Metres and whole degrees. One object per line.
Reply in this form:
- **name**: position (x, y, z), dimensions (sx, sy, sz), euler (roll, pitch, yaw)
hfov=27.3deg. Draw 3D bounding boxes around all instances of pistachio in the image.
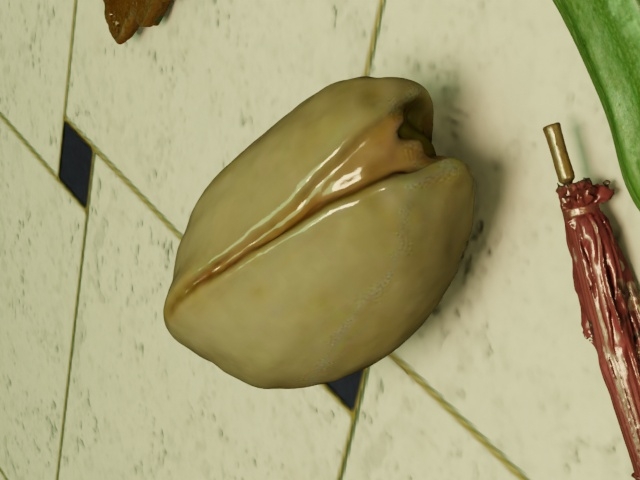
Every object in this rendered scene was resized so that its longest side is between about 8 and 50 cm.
- **pistachio**: position (0.000, 0.000, 0.612), dimensions (0.185, 0.124, 0.124), euler (-52, 56, 44)

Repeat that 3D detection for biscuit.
- **biscuit**: position (-0.108, -0.182, 0.816), dimensions (0.130, 0.019, 0.119), euler (13, 108, 54)

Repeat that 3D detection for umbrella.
- **umbrella**: position (0.119, 0.031, 0.535), dimensions (0.027, 0.025, 0.165), euler (-16, 87, 37)

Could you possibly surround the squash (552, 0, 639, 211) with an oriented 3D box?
- **squash**: position (0.118, -0.082, 0.462), dimensions (0.077, 0.068, 0.219), euler (-23, 79, 10)
